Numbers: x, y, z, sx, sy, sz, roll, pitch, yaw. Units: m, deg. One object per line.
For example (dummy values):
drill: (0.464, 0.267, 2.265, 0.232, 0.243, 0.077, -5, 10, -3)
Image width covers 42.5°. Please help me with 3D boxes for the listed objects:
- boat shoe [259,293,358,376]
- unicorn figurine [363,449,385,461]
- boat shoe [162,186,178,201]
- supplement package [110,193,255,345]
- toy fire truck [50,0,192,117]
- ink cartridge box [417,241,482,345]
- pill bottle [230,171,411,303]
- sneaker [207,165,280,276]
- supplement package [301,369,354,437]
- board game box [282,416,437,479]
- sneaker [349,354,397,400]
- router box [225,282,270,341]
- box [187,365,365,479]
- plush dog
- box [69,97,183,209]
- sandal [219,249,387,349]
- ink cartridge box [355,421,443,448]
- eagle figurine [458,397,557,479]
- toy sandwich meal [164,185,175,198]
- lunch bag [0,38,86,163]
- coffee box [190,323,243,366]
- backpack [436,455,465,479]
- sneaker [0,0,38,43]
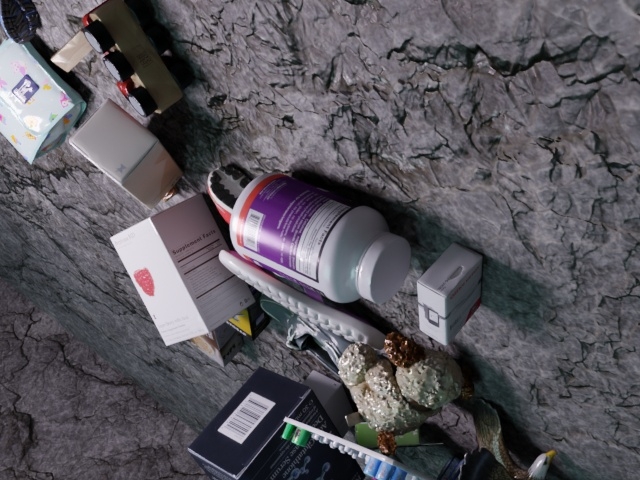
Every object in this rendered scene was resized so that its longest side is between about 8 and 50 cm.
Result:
boat shoe: (-0.035, 0.219, 1.974, 0.319, 0.099, 0.116, 29, 151, 25)
unicorn figurine: (0.168, 0.607, 2.315, 0.111, 0.060, 0.162, 25, 149, 32)
boat shoe: (-0.419, -0.138, 2.023, 0.153, 0.048, 0.056, 28, 150, 26)
supplement package: (-0.324, 0.069, 1.939, 0.177, 0.175, 0.293, -21, 98, 42)
toy fire truck: (-0.401, -0.349, 1.603, 0.246, 0.158, 0.217, 23, 150, 56)
ink cartridge box: (0.225, 0.092, 1.425, 0.063, 0.109, 0.150, 31, 151, 30)
pill bottle: (0.000, 0.000, 1.514, 0.322, 0.181, 0.182, 23, 148, 33)
sneaker: (-0.139, -0.040, 1.758, 0.279, 0.107, 0.118, 53, 162, 0)
supplement package: (0.012, 0.463, 2.264, 0.105, 0.105, 0.179, 21, 146, 36)
board game box: (0.152, 0.527, 1.856, 0.390, 0.050, 0.390, 33, 164, -32)
sneaker: (0.114, 0.343, 1.962, 0.108, 0.100, 0.272, 38, 154, 20)
router box: (-0.279, 0.103, 2.152, 0.308, 0.081, 0.243, 31, 150, 22)
box: (-0.105, 0.585, 2.156, 0.212, 0.293, 0.396, 14, 143, 44)
plush dog: (0.188, 0.303, 1.688, 0.262, 0.211, 0.225, 27, 128, -21)
box: (-0.405, -0.175, 1.757, 0.148, 0.121, 0.311, 40, 174, 3)
sandal: (-0.030, 0.112, 1.827, 0.416, 0.102, 0.169, 30, 169, -3)
ink cartridge box: (0.190, 0.476, 2.015, 0.209, 0.062, 0.109, -3, 163, 1)
eagle figurine: (0.399, 0.499, 1.717, 0.298, 0.225, 0.226, 32, 168, -3)
toy sandwich meal: (-0.380, -0.137, 1.951, 0.085, 0.029, 0.086, 6, 103, 27)
lunch bag: (-0.697, -0.345, 1.981, 0.223, 0.160, 0.262, 49, 142, -5)
coffee box: (-0.316, 0.244, 2.390, 0.141, 0.098, 0.247, 31, 151, 21)
backpack: (0.334, 0.578, 2.000, 0.084, 0.105, 0.114, 36, 147, 11)
sneaker: (-0.690, -0.534, 1.794, 0.087, 0.083, 0.221, 36, 150, 44)
